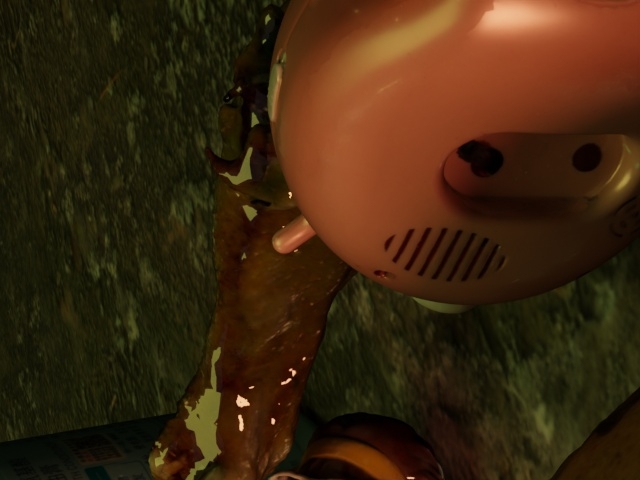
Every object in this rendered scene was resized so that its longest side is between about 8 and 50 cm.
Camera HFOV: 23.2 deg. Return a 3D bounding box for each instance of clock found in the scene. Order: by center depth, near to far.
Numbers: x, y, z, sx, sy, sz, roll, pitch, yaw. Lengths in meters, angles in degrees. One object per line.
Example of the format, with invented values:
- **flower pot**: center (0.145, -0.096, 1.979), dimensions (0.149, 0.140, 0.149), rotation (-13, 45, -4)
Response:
- **clock**: center (0.088, -0.061, 0.765), dimensions (0.142, 0.227, 0.241), rotation (-109, 26, -49)

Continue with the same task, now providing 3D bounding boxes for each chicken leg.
- **chicken leg**: center (0.007, -0.012, 0.956), dimensions (0.140, 0.211, 0.361), rotation (45, 132, 39)

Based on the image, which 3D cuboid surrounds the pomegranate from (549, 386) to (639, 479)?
- **pomegranate**: center (0.213, 0.170, 0.554), dimensions (0.322, 0.322, 0.322), rotation (26, 120, 58)

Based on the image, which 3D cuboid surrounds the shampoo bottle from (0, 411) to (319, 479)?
- **shampoo bottle**: center (-0.158, 0.306, 1.217), dimensions (0.331, 0.343, 0.331), rotation (28, 122, 57)

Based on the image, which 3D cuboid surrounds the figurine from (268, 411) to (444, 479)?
- **figurine**: center (0.042, 0.234, 1.059), dimensions (0.175, 0.116, 0.240), rotation (3, 109, 40)
